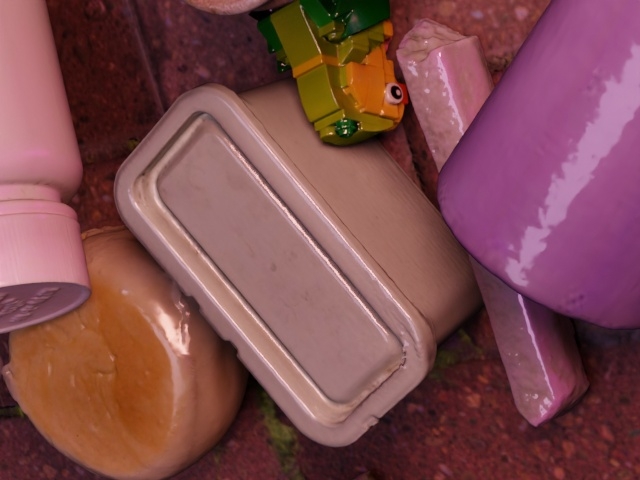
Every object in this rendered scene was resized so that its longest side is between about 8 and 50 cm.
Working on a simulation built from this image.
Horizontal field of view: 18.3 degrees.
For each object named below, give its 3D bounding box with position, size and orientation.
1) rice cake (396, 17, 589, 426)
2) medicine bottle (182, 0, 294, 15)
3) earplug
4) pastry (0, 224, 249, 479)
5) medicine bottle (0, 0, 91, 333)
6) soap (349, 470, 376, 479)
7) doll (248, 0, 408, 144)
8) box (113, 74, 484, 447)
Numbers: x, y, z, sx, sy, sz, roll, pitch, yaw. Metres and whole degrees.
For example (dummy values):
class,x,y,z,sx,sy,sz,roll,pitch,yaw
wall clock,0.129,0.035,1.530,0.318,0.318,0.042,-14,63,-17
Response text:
class,x,y,z,sx,sy,sz,roll,pitch,yaw
rice cake,0.151,-0.017,1.685,0.056,0.073,0.365,-13,98,39
medicine bottle,0.007,-0.276,1.518,0.151,0.322,0.151,14,116,29
earplug,0.276,-0.166,1.467,0.215,0.215,0.456,38,121,16
pastry,-0.184,0.107,1.915,0.265,0.133,0.264,12,113,30
medicine bottle,-0.336,-0.113,1.819,0.213,0.213,0.378,-25,73,38
soap,0.019,0.355,1.871,0.182,0.138,0.199,-40,84,39
doll,0.006,-0.170,1.677,0.106,0.134,0.186,-23,94,43
box,0.000,0.000,1.719,0.312,0.182,0.175,50,128,8
